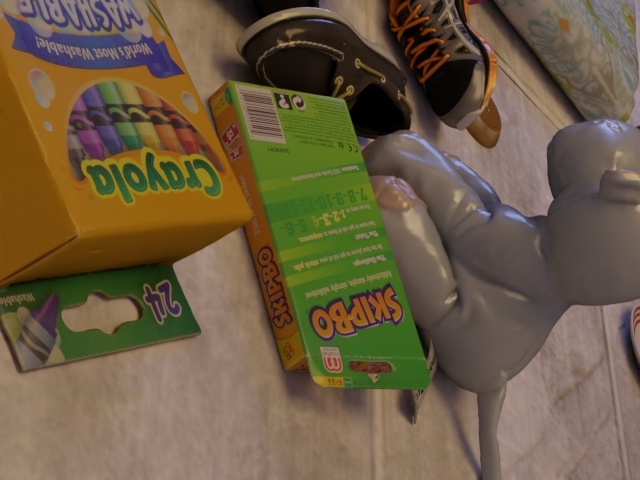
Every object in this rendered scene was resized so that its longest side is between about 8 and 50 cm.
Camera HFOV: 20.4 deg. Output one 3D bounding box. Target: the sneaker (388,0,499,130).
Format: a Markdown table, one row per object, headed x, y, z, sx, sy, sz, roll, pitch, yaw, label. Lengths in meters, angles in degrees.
| x | y | z | sx | sy | sz | roll | pitch | yaw | label |
| --- | --- | --- | --- | --- | --- | --- | --- | --- | --- |
| 0.108 | -0.198 | 1.732 | 0.083 | 0.084 | 0.215 | 15 | 47 | -38 | sneaker |

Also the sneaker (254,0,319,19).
| x | y | z | sx | sy | sz | roll | pitch | yaw | label |
| --- | --- | --- | --- | --- | --- | --- | --- | --- | --- |
| -0.100 | -0.290 | 1.434 | 0.122 | 0.146 | 0.330 | 56 | -11 | 54 | sneaker |

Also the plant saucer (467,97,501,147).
| x | y | z | sx | sy | sz | roll | pitch | yaw | label |
| --- | --- | --- | --- | --- | --- | --- | --- | --- | --- |
| 0.163 | -0.135 | 1.821 | 0.083 | 0.015 | 0.083 | 40 | 33 | -34 | plant saucer |

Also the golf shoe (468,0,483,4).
| x | y | z | sx | sy | sz | roll | pitch | yaw | label |
| --- | --- | --- | --- | --- | --- | --- | --- | --- | --- |
| 0.088 | -0.370 | 1.817 | 0.306 | 0.115 | 0.140 | 43 | 28 | -32 | golf shoe |

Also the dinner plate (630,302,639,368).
| x | y | z | sx | sy | sz | roll | pitch | yaw | label |
| --- | --- | --- | --- | --- | --- | --- | --- | --- | --- |
| 0.367 | 0.134 | 1.912 | 0.141 | 0.017 | 0.141 | 39 | 34 | -34 | dinner plate |

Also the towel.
| x | y | z | sx | sy | sz | roll | pitch | yaw | label |
| --- | --- | --- | --- | --- | --- | --- | --- | --- | --- |
| 0.276 | -0.348 | 2.140 | 0.320 | 0.090 | 0.374 | 46 | 31 | -25 | towel |

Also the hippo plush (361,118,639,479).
| x | y | z | sx | sy | sz | roll | pitch | yaw | label |
| --- | --- | --- | --- | --- | --- | --- | --- | --- | --- |
| 0.169 | -0.007 | 1.464 | 0.234 | 0.236 | 0.294 | 44 | 31 | -30 | hippo plush |

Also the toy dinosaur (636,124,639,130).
| x | y | z | sx | sy | sz | roll | pitch | yaw | label |
| --- | --- | --- | --- | --- | --- | --- | --- | --- | --- |
| 0.437 | -0.089 | 2.228 | 0.183 | 0.053 | 0.092 | 39 | 49 | -23 | toy dinosaur |

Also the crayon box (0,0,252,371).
| x | y | z | sx | sy | sz | roll | pitch | yaw | label |
| --- | --- | --- | --- | --- | --- | --- | --- | --- | --- |
| -0.165 | -0.089 | 1.141 | 0.203 | 0.083 | 0.323 | -8 | 72 | -61 | crayon box |

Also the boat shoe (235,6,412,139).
| x | y | z | sx | sy | sz | roll | pitch | yaw | label |
| --- | --- | --- | --- | --- | --- | --- | --- | --- | --- |
| 0.012 | -0.136 | 1.489 | 0.228 | 0.081 | 0.068 | 12 | 50 | -59 | boat shoe |

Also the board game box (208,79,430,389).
| x | y | z | sx | sy | sz | roll | pitch | yaw | label |
| --- | --- | --- | --- | --- | --- | --- | --- | --- | --- |
| 0.000 | 0.000 | 1.364 | 0.124 | 0.039 | 0.259 | 5 | 56 | -41 | board game box |
